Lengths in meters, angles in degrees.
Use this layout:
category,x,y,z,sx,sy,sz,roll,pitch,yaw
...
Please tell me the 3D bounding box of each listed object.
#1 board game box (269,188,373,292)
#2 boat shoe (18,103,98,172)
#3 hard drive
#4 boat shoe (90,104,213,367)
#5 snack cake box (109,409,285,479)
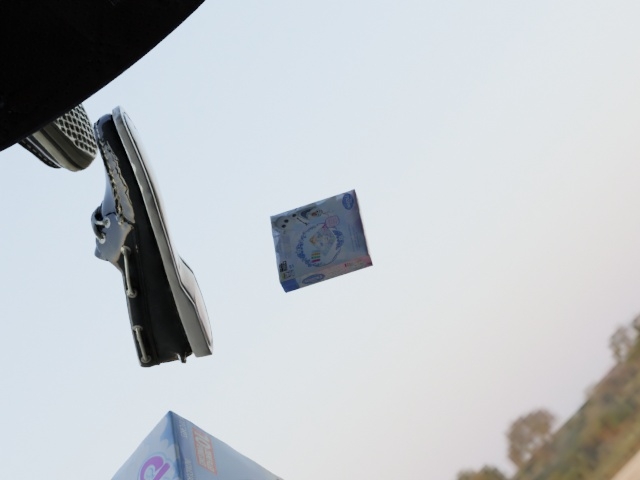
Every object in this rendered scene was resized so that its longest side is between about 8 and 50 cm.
category,x,y,z,sx,sy,sz,roll,pitch,yaw
board game box,0.000,0.000,1.388,0.090,0.090,0.020,-18,-44,9
boat shoe,-0.509,-0.251,1.907,0.156,0.500,0.187,-45,18,19
hard drive,-0.245,-0.206,1.300,0.254,0.172,0.054,-41,4,-21
boat shoe,-0.198,0.006,1.543,0.091,0.302,0.114,-16,20,2
snack cake box,-0.048,0.238,0.872,0.089,0.152,0.264,-50,25,14
